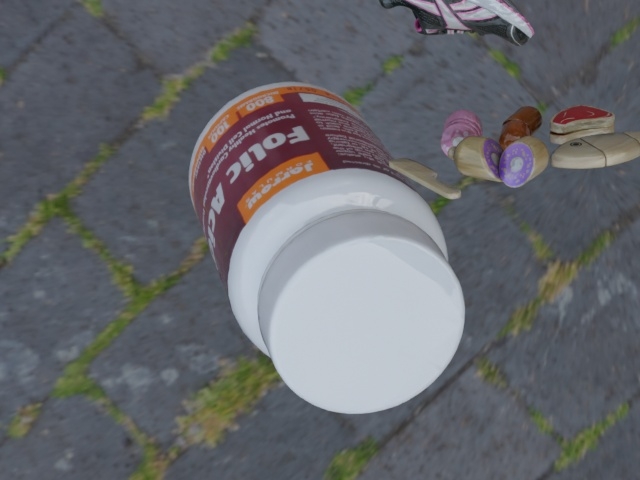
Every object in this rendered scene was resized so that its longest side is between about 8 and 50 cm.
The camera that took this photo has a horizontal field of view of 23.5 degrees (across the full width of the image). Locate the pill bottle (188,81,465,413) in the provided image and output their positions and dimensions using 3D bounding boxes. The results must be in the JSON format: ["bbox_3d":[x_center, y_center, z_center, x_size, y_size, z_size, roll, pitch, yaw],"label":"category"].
[{"bbox_3d":[0.000,0.000,1.579,0.224,0.392,0.224,-6,115,-12],"label":"pill bottle"}]

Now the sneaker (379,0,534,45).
[{"bbox_3d":[0.132,-0.240,1.573,0.178,0.072,0.077,27,113,-21],"label":"sneaker"}]

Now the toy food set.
[{"bbox_3d":[0.098,-0.050,0.738,0.122,0.078,0.019,-16,116,-25],"label":"toy food set"}]
